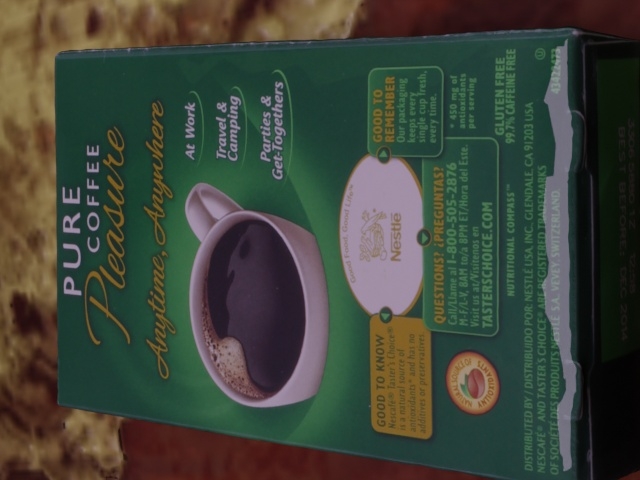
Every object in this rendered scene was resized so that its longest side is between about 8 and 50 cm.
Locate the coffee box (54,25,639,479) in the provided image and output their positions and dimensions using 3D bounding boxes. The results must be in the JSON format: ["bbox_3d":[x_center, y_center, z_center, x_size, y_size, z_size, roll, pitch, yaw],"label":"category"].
[{"bbox_3d":[0.000,0.000,0.420,0.184,0.040,0.113,2,95,39],"label":"coffee box"}]
